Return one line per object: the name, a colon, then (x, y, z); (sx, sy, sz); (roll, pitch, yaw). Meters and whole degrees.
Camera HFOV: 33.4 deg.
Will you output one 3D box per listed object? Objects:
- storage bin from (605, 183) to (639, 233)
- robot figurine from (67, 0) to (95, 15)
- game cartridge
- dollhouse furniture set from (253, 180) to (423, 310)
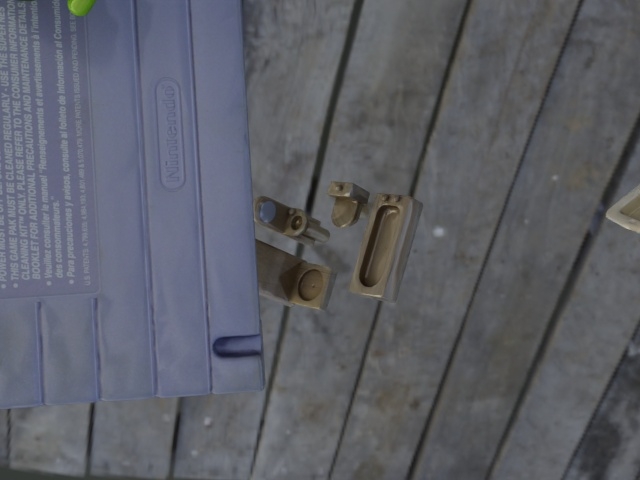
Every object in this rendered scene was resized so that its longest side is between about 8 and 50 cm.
storage bin: (0.364, 0.040, 0.795); (0.260, 0.123, 0.262); (-35, 114, -22)
robot figurine: (-0.175, -0.177, 0.635); (0.101, 0.115, 0.067); (26, 90, -24)
game cartridge: (-0.162, -0.067, 0.734); (0.230, 0.068, 0.355); (-3, 88, 0)
dollhouse furniture set: (0.000, 0.000, 1.159); (0.151, 0.144, 0.123); (9, 169, 43)
